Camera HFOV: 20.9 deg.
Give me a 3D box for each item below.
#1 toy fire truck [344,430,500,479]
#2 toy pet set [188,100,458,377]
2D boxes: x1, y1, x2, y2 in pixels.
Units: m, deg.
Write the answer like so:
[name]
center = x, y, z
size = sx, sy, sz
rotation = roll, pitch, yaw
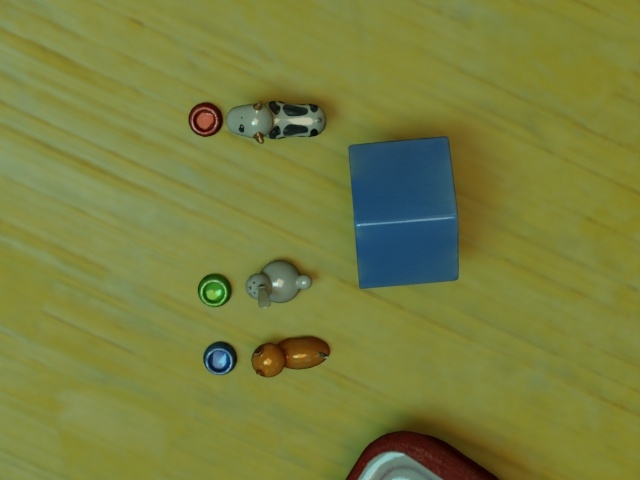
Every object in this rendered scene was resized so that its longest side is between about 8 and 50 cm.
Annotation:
[toy fire truck]
center = 0.049, 0.266, 0.736
size = 0.254, 0.169, 0.302
rotation = 35, 96, 21
[toy pet set]
center = 0.000, 0.000, 0.734
size = 0.114, 0.065, 0.122
rotation = -4, 97, 1
